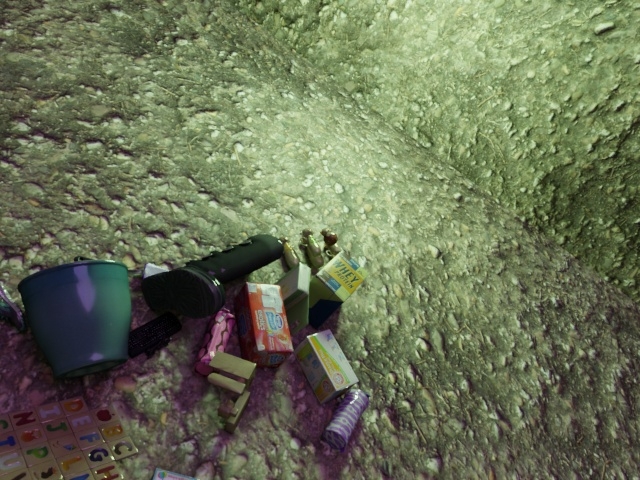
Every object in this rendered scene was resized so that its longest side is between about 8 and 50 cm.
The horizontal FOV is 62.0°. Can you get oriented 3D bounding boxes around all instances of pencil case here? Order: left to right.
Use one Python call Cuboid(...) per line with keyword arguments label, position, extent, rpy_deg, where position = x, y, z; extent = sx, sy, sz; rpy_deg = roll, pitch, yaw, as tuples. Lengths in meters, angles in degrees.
Cuboid(label="pencil case", position=(-0.322, 0.312, 1.628), extent=(0.095, 0.098, 0.209), rpy_deg=(24, 43, -16))
Cuboid(label="pencil case", position=(0.085, 0.567, 1.699), extent=(0.088, 0.086, 0.206), rpy_deg=(59, 41, -11))

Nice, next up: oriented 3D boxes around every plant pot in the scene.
Cuboid(label="plant pot", position=(-0.621, 0.217, 1.398), extent=(0.272, 0.272, 0.255), rpy_deg=(-6, 72, -39))

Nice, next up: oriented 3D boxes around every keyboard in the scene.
Cuboid(label="keyboard", position=(-0.491, 0.279, 1.585), extent=(0.100, 0.038, 0.192), rpy_deg=(47, 42, 11))

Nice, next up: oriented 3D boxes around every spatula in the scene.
Cuboid(label="spatula", position=(-0.616, 0.094, 1.672), extent=(0.297, 0.030, 0.084), rpy_deg=(14, 50, -25))

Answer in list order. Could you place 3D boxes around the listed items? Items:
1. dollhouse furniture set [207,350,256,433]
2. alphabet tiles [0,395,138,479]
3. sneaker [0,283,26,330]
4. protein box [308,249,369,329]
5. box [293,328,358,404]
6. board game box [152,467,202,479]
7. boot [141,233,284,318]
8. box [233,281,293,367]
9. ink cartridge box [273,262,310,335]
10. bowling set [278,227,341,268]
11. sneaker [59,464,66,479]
Cuboid(label="dollhouse furniture set", position=(-0.274, 0.435, 1.533), extent=(0.123, 0.151, 0.144), rpy_deg=(18, 40, 9))
Cuboid(label="alphabet tiles", position=(-0.619, 0.483, 1.227), extent=(0.343, 0.011, 0.285), rpy_deg=(-4, 32, -43))
Cuboid(label="sneaker", position=(-0.846, 0.185, 1.411), extent=(0.166, 0.065, 0.076), rpy_deg=(45, 57, 13))
Cuboid(label="protein box", position=(0.034, 0.178, 1.931), extent=(0.136, 0.199, 0.201), rpy_deg=(43, 40, 5))
Cuboid(label="box", position=(0.016, 0.416, 1.762), extent=(0.103, 0.114, 0.203), rpy_deg=(-10, 60, -41))
Cuboid(label="board game box", position=(-0.354, 0.644, 1.332), extent=(0.154, 0.026, 0.103), rpy_deg=(19, 43, -8))
Cuboid(label="boot", position=(-0.280, 0.097, 1.693), extent=(0.445, 0.367, 0.146), rpy_deg=(-19, 106, -46))
Cuboid(label="box", position=(-0.190, 0.275, 1.737), extent=(0.128, 0.122, 0.256), rpy_deg=(8, 49, -30))
Cuboid(label="ink cartridge box", position=(-0.107, 0.213, 1.817), extent=(0.056, 0.171, 0.235), rpy_deg=(31, 40, -25))
Cuboid(label="bowling set", position=(0.000, 0.000, 2.085), extent=(0.287, 0.200, 0.154), rpy_deg=(2, 50, -40))
Cuboid(label="sneaker", position=(-0.542, 0.619, 1.205), extent=(0.121, 0.099, 0.262), rpy_deg=(25, 26, -56))
